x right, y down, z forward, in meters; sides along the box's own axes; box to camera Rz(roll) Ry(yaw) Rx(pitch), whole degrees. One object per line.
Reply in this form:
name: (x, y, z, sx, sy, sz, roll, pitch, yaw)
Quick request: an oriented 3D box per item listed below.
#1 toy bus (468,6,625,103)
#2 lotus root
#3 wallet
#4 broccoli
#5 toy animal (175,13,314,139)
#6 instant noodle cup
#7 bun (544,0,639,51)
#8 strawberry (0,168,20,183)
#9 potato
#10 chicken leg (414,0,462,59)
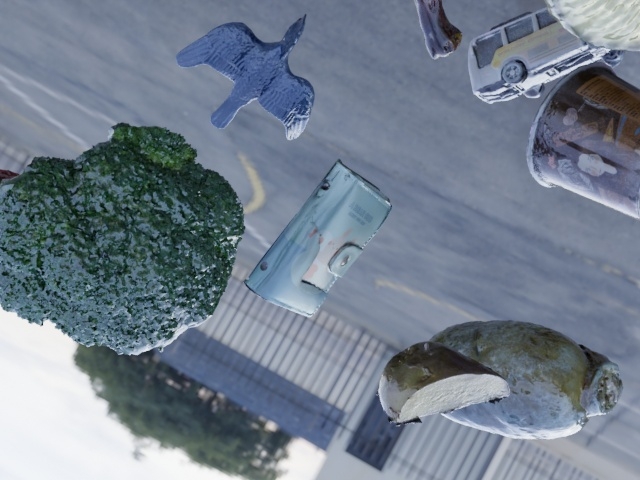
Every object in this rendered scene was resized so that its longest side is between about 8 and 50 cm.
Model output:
toy bus: (0.431, -0.360, 1.860, 0.343, 0.138, 0.097, -19, 160, 30)
lotus root: (0.261, 0.204, 1.527, 0.350, 0.175, 0.175, -1, 153, 44)
wallet: (0.000, 0.000, 1.682, 0.075, 0.250, 0.176, 40, -175, 33)
broccoli: (-0.224, -0.003, 1.155, 0.295, 0.265, 0.245, -11, -164, -35)
toy animal: (-0.103, -0.272, 1.658, 0.239, 0.255, 0.176, 35, -163, -8)
instant noodle cup: (0.465, -0.140, 1.584, 0.207, 0.217, 0.217, 36, 179, 43)
bun: (0.423, -0.426, 1.310, 0.364, 0.202, 0.364, -3, 141, -2)
strawberry: (-0.436, -0.009, 1.366, 0.184, 0.186, 0.201, -22, 167, 20)
potato: (0.156, 0.162, 1.321, 0.172, 0.089, 0.100, -9, -141, -17)
chicken leg: (0.090, -0.418, 1.448, 0.158, 0.096, 0.407, -20, 124, 44)
